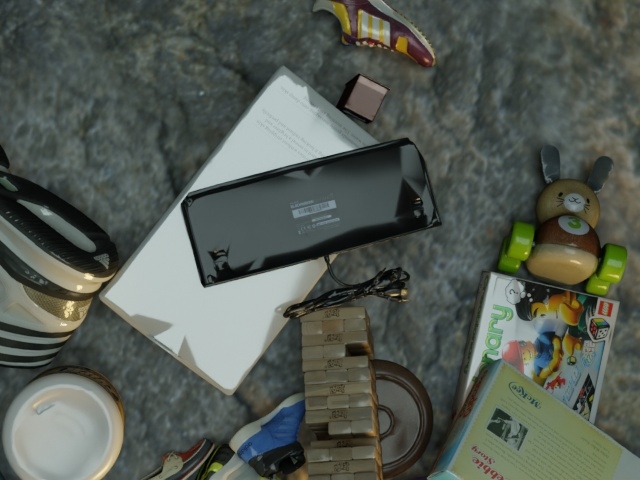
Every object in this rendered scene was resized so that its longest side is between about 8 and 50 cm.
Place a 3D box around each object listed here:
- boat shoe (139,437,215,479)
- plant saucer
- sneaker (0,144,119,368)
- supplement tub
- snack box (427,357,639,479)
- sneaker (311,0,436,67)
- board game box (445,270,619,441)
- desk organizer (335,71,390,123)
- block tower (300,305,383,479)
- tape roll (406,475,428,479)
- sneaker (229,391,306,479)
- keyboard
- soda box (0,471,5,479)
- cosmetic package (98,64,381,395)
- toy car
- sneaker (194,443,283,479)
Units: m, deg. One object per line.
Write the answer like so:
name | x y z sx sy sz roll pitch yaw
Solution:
boat shoe | -0.202 0.309 1.632 0.137 0.049 0.043 -41 92 -2
plant saucer | 0.077 0.249 1.681 0.168 0.029 0.168 0 89 -8
sneaker | -0.483 -0.003 1.538 0.447 0.169 0.257 39 111 16
supplement tub | -0.320 0.233 1.538 0.144 0.199 0.144 0 89 -9
snack box | 0.315 0.324 1.607 0.322 0.060 0.187 36 58 -6
sneaker | 0.074 -0.287 1.680 0.185 0.069 0.084 41 92 1
board game box | 0.289 0.211 1.699 0.193 0.053 0.305 13 87 -7
desk organizer | 0.052 -0.186 1.637 0.047 0.130 0.050 27 88 -7
block tower | 0.032 0.260 1.584 0.097 0.091 0.335 -5 69 8
tape roll | 0.151 0.419 1.635 0.189 0.080 0.189 0 102 2
sneaker | -0.044 0.263 1.612 0.084 0.152 0.058 46 128 16
keyboard | 0.000 0.000 1.523 0.317 0.033 0.202 -14 88 -10
soda box | -0.445 0.334 1.585 0.071 0.067 0.210 -28 92 -8
cosmetic package | -0.092 -0.011 1.602 0.217 0.156 0.385 40 85 -5
toy car | 0.343 -0.039 1.678 0.155 0.149 0.188 14 75 3
sneaker | -0.151 0.467 1.586 0.147 0.145 0.385 26 87 -6
